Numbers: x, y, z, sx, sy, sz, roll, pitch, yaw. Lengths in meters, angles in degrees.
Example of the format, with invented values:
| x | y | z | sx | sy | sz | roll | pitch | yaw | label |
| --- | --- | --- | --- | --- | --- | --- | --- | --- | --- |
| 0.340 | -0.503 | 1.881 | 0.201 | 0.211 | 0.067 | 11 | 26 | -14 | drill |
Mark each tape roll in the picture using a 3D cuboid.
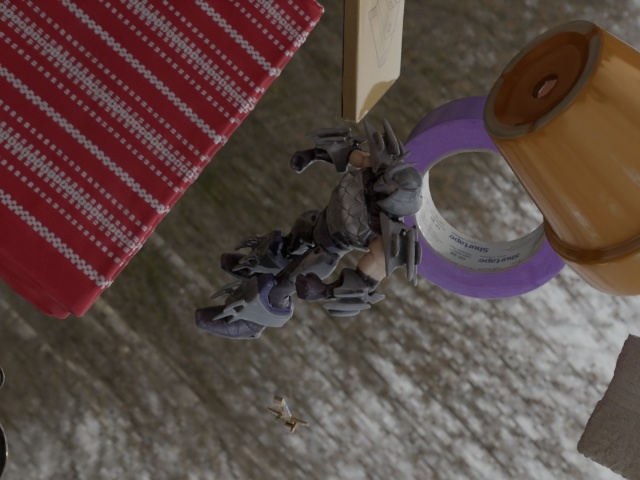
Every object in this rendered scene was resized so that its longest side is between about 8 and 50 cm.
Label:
| x | y | z | sx | sy | sz | roll | pitch | yaw | label |
| --- | --- | --- | --- | --- | --- | --- | --- | --- | --- |
| 0.228 | -0.058 | 1.710 | 0.275 | 0.275 | 0.090 | -36 | -167 | 32 | tape roll |

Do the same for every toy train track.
| x | y | z | sx | sy | sz | roll | pitch | yaw | label |
| --- | --- | --- | --- | --- | --- | --- | --- | --- | --- |
| -0.039 | 0.185 | 1.302 | 0.083 | 0.048 | 0.014 | 74 | 38 | -61 | toy train track |

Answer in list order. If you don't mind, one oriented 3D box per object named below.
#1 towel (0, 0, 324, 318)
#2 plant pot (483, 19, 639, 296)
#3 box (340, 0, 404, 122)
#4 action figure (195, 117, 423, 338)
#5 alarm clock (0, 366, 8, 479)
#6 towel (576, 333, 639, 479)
| x | y | z | sx | sy | sz | roll | pitch | yaw | label |
| --- | --- | --- | --- | --- | --- | --- | --- | --- | --- |
| -0.149 | -0.110 | 0.787 | 0.275 | 0.199 | 0.031 | -52 | -165 | -14 | towel |
| 0.251 | -0.086 | 1.086 | 0.205 | 0.188 | 0.205 | -38 | -151 | 26 | plant pot |
| 0.059 | -0.247 | 1.317 | 0.021 | 0.201 | 0.164 | 10 | -151 | 18 | box |
| 0.000 | 0.000 | 1.139 | 0.285 | 0.099 | 0.185 | -37 | -141 | 44 | action figure |
| -0.381 | 0.207 | 1.272 | 0.192 | 0.129 | 0.064 | -65 | -169 | -27 | alarm clock |
| 0.501 | 0.266 | 1.645 | 0.187 | 0.282 | 0.049 | -65 | 159 | 4 | towel |
